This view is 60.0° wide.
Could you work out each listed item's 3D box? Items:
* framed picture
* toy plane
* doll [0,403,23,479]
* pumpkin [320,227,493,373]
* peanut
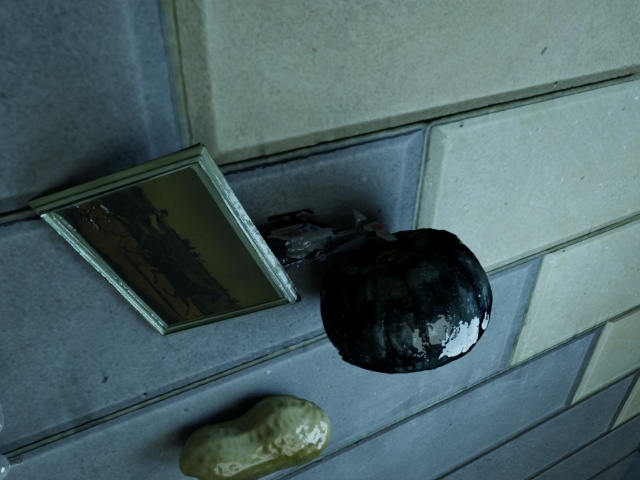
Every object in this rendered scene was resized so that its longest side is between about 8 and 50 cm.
[{"bbox_3d":[-0.155,0.020,0.605,0.197,0.014,0.252,-16,135,12],"label":"framed picture"},{"bbox_3d":[0.000,-0.001,0.710,0.197,0.078,0.053,-12,126,-25],"label":"toy plane"},{"bbox_3d":[-0.421,0.245,0.623,0.160,0.059,0.161,-39,134,-3],"label":"doll"},{"bbox_3d":[0.110,0.080,0.742,0.233,0.233,0.162,-23,104,-18],"label":"pumpkin"},{"bbox_3d":[-0.099,0.306,0.854,0.237,0.110,0.120,-8,147,-21],"label":"peanut"}]
